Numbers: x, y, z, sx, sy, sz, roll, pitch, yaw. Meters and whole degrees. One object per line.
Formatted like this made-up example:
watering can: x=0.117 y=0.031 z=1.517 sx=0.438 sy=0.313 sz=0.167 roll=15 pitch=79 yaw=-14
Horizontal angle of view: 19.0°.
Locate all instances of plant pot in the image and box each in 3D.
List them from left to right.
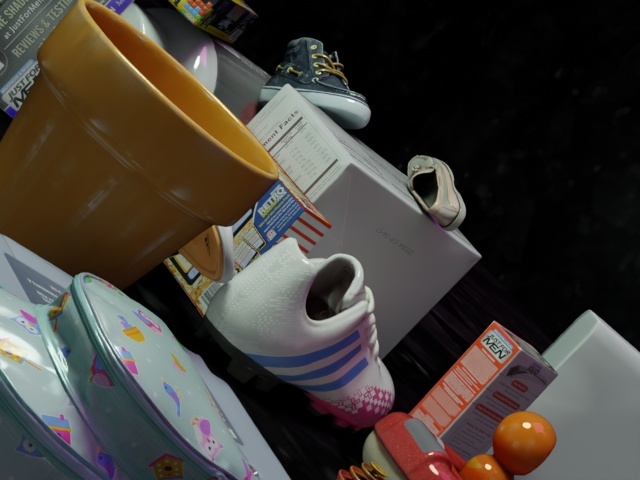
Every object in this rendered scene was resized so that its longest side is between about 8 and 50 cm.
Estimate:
plant pot: x=-0.169 y=-0.050 z=1.478 sx=0.205 sy=0.188 sz=0.205 roll=42 pitch=8 yaw=-8

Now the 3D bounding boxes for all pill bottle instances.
pill bottle: x=-0.159 y=-0.151 z=2.122 sx=0.176 sy=0.176 sz=0.318 roll=48 pitch=10 yaw=35

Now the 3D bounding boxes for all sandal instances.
sandal: x=-0.153 y=-0.026 z=1.757 sx=0.076 sy=0.102 sz=0.265 roll=-8 pitch=17 yaw=-21

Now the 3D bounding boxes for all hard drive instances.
hard drive: x=0.344 y=0.266 z=2.169 sx=0.353 sy=0.233 sz=0.047 roll=39 pitch=10 yaw=-24

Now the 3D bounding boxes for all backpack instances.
backpack: x=-0.136 y=0.102 z=1.002 sx=0.188 sy=0.144 sz=0.166 roll=32 pitch=18 yaw=-41

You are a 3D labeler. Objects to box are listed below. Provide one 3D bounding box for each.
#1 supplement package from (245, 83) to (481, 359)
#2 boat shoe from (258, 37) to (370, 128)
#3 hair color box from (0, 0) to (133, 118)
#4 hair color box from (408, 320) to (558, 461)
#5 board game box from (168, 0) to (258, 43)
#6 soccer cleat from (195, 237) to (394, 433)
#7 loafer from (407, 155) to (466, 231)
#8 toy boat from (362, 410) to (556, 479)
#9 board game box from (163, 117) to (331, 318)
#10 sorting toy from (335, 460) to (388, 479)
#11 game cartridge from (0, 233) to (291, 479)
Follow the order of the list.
supplement package: x=0.000 y=0.000 z=1.993 sx=0.262 sy=0.204 sz=0.145 roll=34 pitch=14 yaw=-48
boat shoe: x=0.002 y=-0.172 z=2.039 sx=0.065 sy=0.083 sz=0.183 roll=28 pitch=-8 yaw=-34
hair color box: x=-0.316 y=-0.277 z=1.983 sx=0.110 sy=0.185 sz=0.339 roll=41 pitch=8 yaw=-29
hair color box: x=0.160 y=0.172 z=1.998 sx=0.053 sy=0.167 sz=0.093 roll=49 pitch=9 yaw=38
board game box: x=-0.146 y=-0.282 z=2.041 sx=0.141 sy=0.048 sz=0.170 roll=47 pitch=7 yaw=7
soccer cleat: x=0.015 y=0.090 z=1.806 sx=0.116 sy=0.143 sz=0.331 roll=47 pitch=8 yaw=28
loafer: x=0.113 y=-0.057 z=1.963 sx=0.039 sy=0.045 sz=0.125 roll=31 pitch=18 yaw=-32
toy boat: x=0.158 y=0.221 z=1.767 sx=0.231 sy=0.151 sz=0.151 roll=41 pitch=8 yaw=-40
board game box: x=-0.094 y=-0.022 z=1.863 sx=0.045 sy=0.147 sz=0.193 roll=34 pitch=12 yaw=-46
sorting toy: x=0.059 y=0.229 z=1.651 sx=0.102 sy=0.042 sz=0.061 roll=43 pitch=8 yaw=3
game cartridge: x=-0.144 y=0.099 z=1.303 sx=0.297 sy=0.062 sz=0.198 roll=36 pitch=14 yaw=-41
